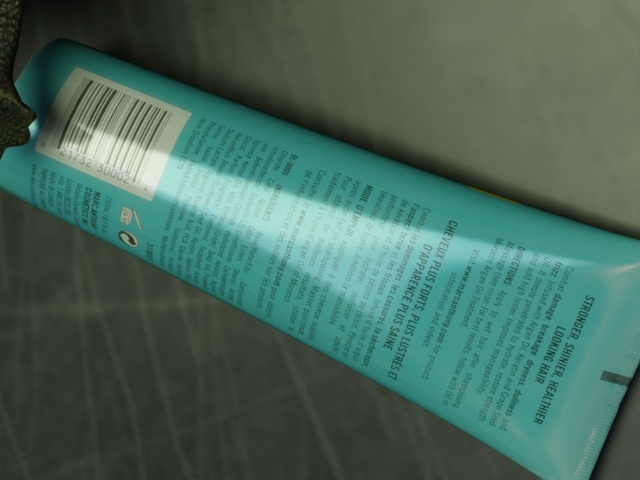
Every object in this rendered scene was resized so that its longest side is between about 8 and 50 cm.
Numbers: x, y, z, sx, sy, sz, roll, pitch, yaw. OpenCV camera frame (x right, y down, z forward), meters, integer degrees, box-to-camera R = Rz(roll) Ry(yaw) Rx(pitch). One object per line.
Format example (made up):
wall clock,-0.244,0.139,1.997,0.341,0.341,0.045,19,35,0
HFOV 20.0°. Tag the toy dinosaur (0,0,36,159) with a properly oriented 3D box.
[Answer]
toy dinosaur,-0.100,-0.129,0.532,0.313,0.121,0.160,-43,53,11

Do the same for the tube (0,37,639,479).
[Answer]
tube,0.000,0.000,0.553,0.207,0.052,0.080,24,111,13
